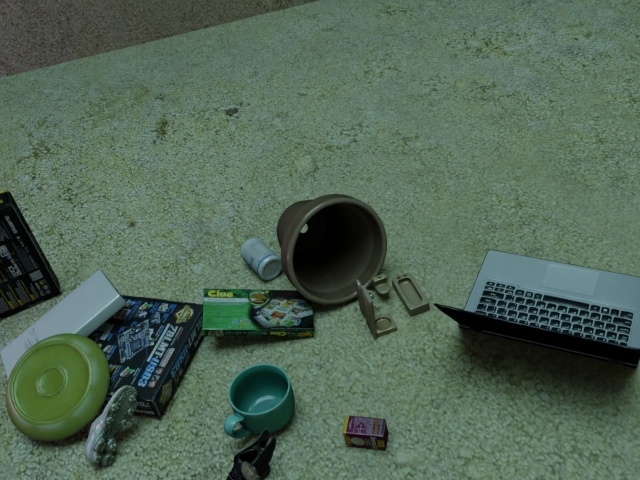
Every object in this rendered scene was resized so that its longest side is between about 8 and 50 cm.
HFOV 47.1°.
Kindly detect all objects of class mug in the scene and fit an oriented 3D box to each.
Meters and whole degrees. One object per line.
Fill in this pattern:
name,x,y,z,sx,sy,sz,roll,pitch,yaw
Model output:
mug,-0.131,0.343,1.535,0.157,0.097,0.129,-19,42,-7

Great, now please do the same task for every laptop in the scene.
laptop,0.488,0.111,1.549,0.382,0.236,0.408,12,46,24

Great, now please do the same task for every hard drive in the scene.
hard drive,-0.618,0.209,1.757,0.307,0.040,0.203,-41,31,-12

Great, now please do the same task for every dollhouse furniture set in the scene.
dollhouse furniture set,0.164,0.115,1.703,0.151,0.123,0.144,-18,42,-8

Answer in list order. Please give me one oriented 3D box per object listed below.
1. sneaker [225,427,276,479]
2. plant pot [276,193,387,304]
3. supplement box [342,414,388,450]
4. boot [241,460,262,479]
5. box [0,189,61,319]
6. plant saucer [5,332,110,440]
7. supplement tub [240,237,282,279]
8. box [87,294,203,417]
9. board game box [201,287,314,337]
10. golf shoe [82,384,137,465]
sneaker,-0.155,0.448,1.428,0.170,0.089,0.051,-32,45,-23
plant pot,0.000,0.000,1.812,0.263,0.263,0.229,-26,24,-16
supplement box,0.090,0.385,1.469,0.083,0.055,0.043,1,44,15
boot,-0.109,0.475,1.367,0.037,0.114,0.106,-28,43,-18
box,-0.838,0.058,1.850,0.257,0.322,0.079,-23,44,-12
plant saucer,-0.581,0.312,1.601,0.241,0.037,0.241,-4,64,8
supplement tub,-0.152,0.048,1.893,0.071,0.071,0.107,-31,44,-21
box,-0.447,0.259,1.723,0.293,0.073,0.295,5,43,17
board game box,-0.148,0.170,1.737,0.259,0.030,0.136,2,43,-8
golf shoe,-0.454,0.382,1.552,0.086,0.069,0.176,14,75,43
